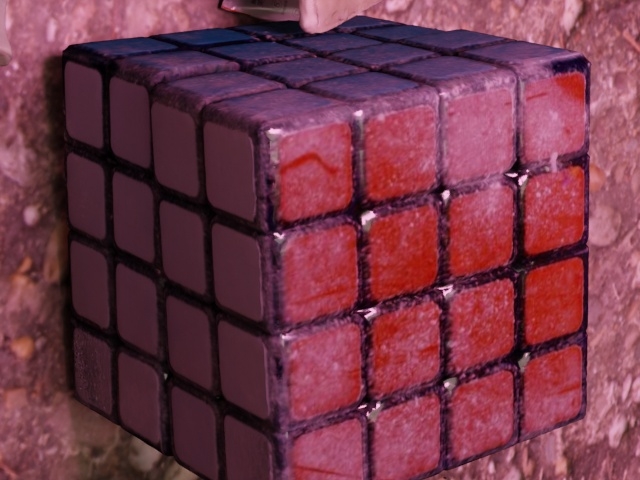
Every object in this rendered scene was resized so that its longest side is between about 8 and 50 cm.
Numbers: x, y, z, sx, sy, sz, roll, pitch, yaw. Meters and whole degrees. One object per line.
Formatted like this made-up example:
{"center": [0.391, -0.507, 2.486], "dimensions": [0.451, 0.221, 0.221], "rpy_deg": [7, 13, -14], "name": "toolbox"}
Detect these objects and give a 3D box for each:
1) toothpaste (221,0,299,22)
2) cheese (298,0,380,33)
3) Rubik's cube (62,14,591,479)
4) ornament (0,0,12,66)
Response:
{"center": [-0.012, -0.213, 1.674], "dimensions": [0.190, 0.031, 0.048], "rpy_deg": [18, 83, -34], "name": "toothpaste"}
{"center": [0.087, -0.284, 1.652], "dimensions": [0.400, 0.034, 0.085], "rpy_deg": [-35, 127, -53], "name": "cheese"}
{"center": [0.000, 0.000, 1.510], "dimensions": [0.344, 0.337, 0.343], "rpy_deg": [-12, 111, -35], "name": "Rubik's cube"}
{"center": [-0.316, -0.125, 1.399], "dimensions": [0.130, 0.120, 0.285], "rpy_deg": [9, 91, -33], "name": "ornament"}
